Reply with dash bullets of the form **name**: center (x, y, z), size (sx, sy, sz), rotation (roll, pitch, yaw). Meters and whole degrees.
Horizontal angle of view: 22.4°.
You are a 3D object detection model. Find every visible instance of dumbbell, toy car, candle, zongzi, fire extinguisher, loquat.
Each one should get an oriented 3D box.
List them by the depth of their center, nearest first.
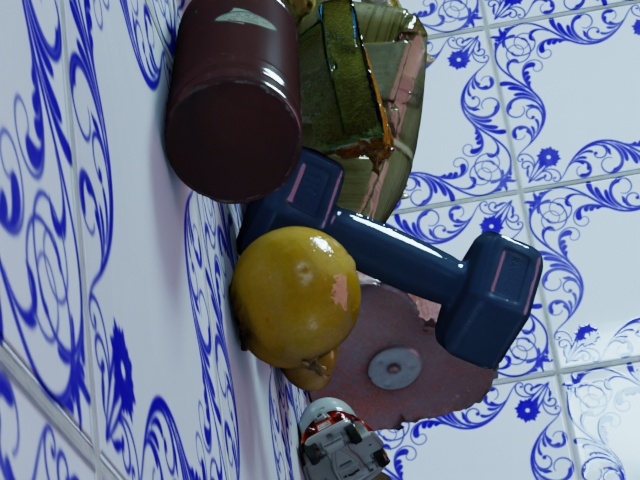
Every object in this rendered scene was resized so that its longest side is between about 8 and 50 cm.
- **fire extinguisher**: center (-0.080, -0.160, 1.438), size (0.135, 0.114, 0.337), rotation (50, 15, -21)
- **loquat**: center (-0.024, 0.058, 1.601), size (0.141, 0.141, 0.141), rotation (-10, 90, -87)
- **dumbbell**: center (0.073, 0.016, 1.727), size (0.156, 0.316, 0.143), rotation (-142, -104, -82)
- **zongzi**: center (-0.022, -0.006, 2.071), size (0.500, 0.218, 0.466), rotation (99, 9, -64)
- **toy car**: center (0.016, 0.258, 2.129), size (0.112, 0.112, 0.139), rotation (63, 0, 41)
- **candle**: center (0.092, 0.173, 2.457), size (0.287, 0.317, 0.131), rotation (-56, -160, 22)

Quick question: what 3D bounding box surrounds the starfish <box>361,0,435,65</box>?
- **starfish**: center (0.000, -0.407, 2.188), size (0.432, 0.082, 0.324), rotation (38, 10, -33)

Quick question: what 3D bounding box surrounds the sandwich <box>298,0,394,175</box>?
- **sandwich**: center (0.021, -0.173, 1.764), size (0.159, 0.079, 0.235), rotation (65, 10, -59)

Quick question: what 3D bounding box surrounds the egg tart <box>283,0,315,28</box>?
- **egg tart**: center (-0.088, -0.383, 1.792), size (0.341, 0.132, 0.341), rotation (-10, 90, -89)

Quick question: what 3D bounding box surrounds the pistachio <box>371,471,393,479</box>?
- **pistachio**: center (0.075, 0.435, 2.530), size (0.185, 0.124, 0.124), rotation (-83, 164, -60)

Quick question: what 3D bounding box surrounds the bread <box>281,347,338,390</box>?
- **bread**: center (-0.018, 0.121, 2.011), size (0.189, 0.077, 0.114), rotation (-87, -162, -73)
